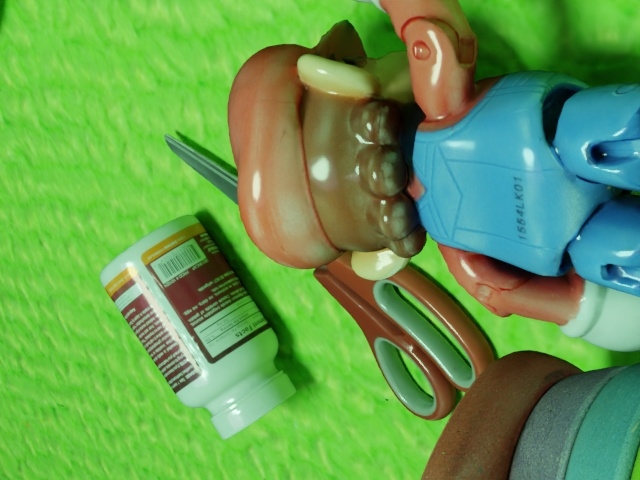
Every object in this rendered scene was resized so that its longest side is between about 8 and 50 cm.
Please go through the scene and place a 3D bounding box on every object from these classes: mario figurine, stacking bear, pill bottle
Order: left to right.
[{"bbox_3d":[-0.086,0.064,1.022,0.152,0.086,0.086,56,148,3],"label":"pill bottle"},{"bbox_3d":[0.096,-0.056,0.685,0.320,0.170,0.198,12,90,36],"label":"mario figurine"},{"bbox_3d":[0.207,0.139,0.634,0.289,0.164,0.175,2,161,40],"label":"stacking bear"}]

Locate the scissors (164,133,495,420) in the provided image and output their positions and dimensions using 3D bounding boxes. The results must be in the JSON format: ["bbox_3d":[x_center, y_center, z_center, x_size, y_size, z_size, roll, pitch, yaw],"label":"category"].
[{"bbox_3d":[0.000,0.000,0.920,0.297,0.021,0.109,47,149,18],"label":"scissors"}]
